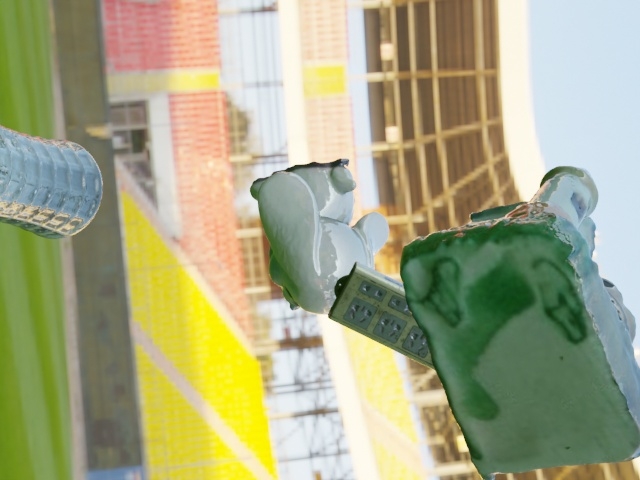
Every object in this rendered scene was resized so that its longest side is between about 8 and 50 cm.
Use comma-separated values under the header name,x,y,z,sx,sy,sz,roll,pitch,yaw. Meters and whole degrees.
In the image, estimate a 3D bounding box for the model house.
name,x,y,z,sx,sy,sz,roll,pitch,yaw
model house,0.257,0.051,1.221,0.325,0.194,0.267,-42,113,-55

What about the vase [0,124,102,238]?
name,x,y,z,sx,sy,sz,roll,pitch,yaw
vase,-0.332,-0.069,1.149,0.299,0.143,0.143,15,67,-73

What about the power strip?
name,x,y,z,sx,sy,sz,roll,pitch,yaw
power strip,0.141,0.123,1.607,0.092,0.268,0.034,-62,-175,16

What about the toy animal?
name,x,y,z,sx,sy,sz,roll,pitch,yaw
toy animal,0.010,-0.009,1.984,0.174,0.249,0.289,-42,-117,43
